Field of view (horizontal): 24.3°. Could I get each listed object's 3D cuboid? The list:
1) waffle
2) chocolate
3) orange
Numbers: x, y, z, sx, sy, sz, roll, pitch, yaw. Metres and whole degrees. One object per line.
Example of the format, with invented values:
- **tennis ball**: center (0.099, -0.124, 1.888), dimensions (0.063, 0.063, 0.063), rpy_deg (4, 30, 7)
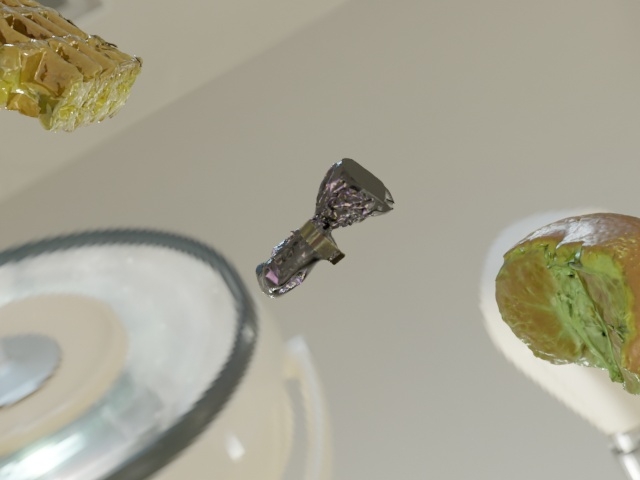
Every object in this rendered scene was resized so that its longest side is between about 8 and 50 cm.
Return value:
- **waffle**: center (-0.218, -0.132, 0.980), dimensions (0.055, 0.160, 0.211), rpy_deg (-60, 177, 12)
- **chocolate**: center (-0.001, 0.000, 1.281), dimensions (0.147, 0.070, 0.072), rpy_deg (-54, 158, 23)
- **orange**: center (0.301, 0.061, 1.532), dimensions (0.158, 0.179, 0.237), rpy_deg (-27, -163, -21)
